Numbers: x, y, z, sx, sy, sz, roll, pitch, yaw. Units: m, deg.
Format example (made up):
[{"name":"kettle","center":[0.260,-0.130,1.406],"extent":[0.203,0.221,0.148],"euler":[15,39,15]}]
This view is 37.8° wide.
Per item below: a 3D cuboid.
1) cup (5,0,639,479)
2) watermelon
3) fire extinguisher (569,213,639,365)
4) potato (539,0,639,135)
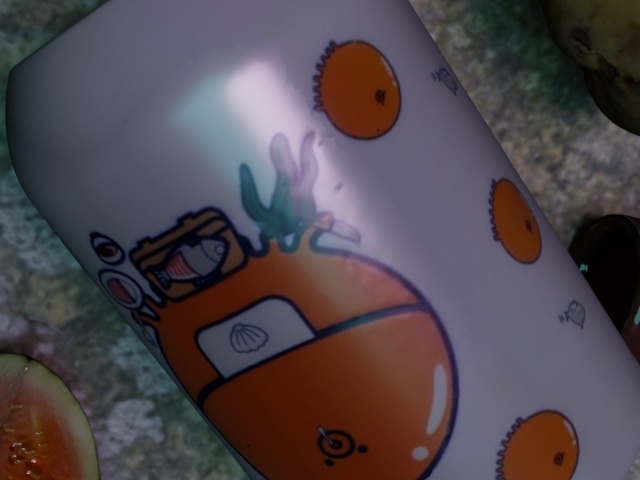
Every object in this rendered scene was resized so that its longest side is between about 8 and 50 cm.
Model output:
[{"name":"cup","center":[0.000,0.000,0.487],"extent":[0.212,0.212,0.317],"euler":[-35,108,2]},{"name":"watermelon","center":[-0.206,0.142,0.556],"extent":[0.135,0.094,0.125],"euler":[-14,118,-1]},{"name":"fire extinguisher","center":[0.333,0.078,0.606],"extent":[0.344,0.138,0.102],"euler":[15,108,-13]},{"name":"potato","center":[0.205,-0.155,0.503],"extent":[0.200,0.137,0.154],"euler":[-51,142,-9]}]
